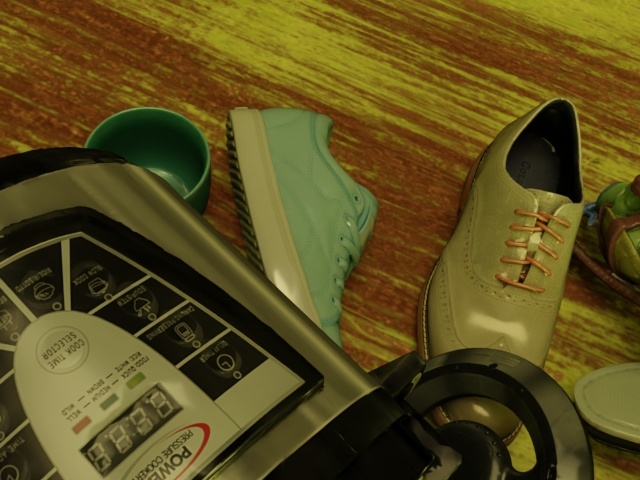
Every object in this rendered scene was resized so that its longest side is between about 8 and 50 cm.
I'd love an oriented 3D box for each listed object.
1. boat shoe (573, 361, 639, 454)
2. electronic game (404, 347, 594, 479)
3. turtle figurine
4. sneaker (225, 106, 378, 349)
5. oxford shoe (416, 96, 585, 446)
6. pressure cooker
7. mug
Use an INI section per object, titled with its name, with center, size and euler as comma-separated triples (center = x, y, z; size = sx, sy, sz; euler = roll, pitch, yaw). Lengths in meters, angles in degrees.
[boat shoe]
center = 0.390, 0.194, 0.791
size = 0.302, 0.091, 0.114
euler = 8, 39, -2
[electronic game]
center = 0.125, 0.204, 0.699
size = 0.229, 0.048, 0.229
euler = -21, 53, 30
[turtle figurine]
center = 0.408, 0.002, 0.822
size = 0.274, 0.198, 0.266
euler = 6, 38, 1
[sneaker]
center = 0.000, 0.000, 0.819
size = 0.150, 0.135, 0.366
euler = -9, 63, -10
[oxford shoe]
center = 0.194, 0.017, 0.831
size = 0.140, 0.146, 0.397
euler = 16, 60, -3
[pressure cooker]
center = -0.122, 0.185, 0.560
size = 0.420, 0.370, 0.375
euler = 43, 19, 15
[mug]
center = -0.188, -0.051, 0.839
size = 0.129, 0.097, 0.158
euler = 28, 60, 7
